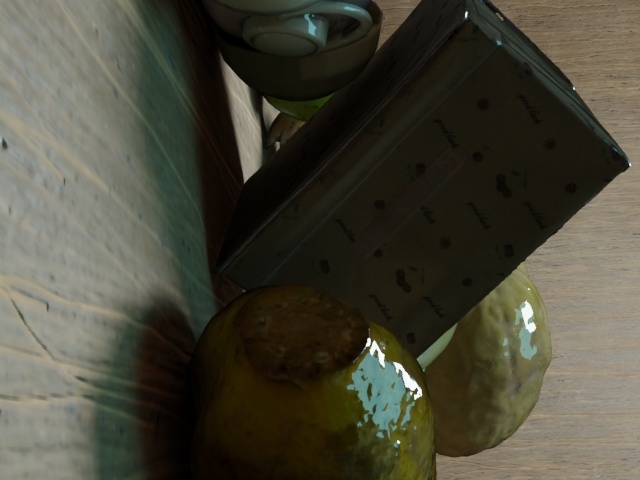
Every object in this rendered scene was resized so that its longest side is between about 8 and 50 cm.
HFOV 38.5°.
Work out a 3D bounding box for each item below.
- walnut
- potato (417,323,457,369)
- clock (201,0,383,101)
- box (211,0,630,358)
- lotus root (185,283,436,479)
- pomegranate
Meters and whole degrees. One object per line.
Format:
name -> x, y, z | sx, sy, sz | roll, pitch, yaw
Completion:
walnut -> 0.206, 0.164, 1.506 | 0.381, 0.381, 0.381 | -2, 90, -85
potato -> 0.062, 0.007, 1.159 | 0.221, 0.243, 0.326 | -174, -107, -68
clock -> -0.026, -0.295, 0.703 | 0.342, 0.184, 0.326 | 42, 50, -77
box -> 0.081, -0.059, 0.818 | 0.190, 0.297, 0.225 | 40, 21, -15
lotus root -> -0.008, 0.130, 0.645 | 0.291, 0.193, 0.193 | 78, 11, -56
pomegranate -> -0.009, -0.174, 1.066 | 0.129, 0.129, 0.159 | -84, 172, -58
